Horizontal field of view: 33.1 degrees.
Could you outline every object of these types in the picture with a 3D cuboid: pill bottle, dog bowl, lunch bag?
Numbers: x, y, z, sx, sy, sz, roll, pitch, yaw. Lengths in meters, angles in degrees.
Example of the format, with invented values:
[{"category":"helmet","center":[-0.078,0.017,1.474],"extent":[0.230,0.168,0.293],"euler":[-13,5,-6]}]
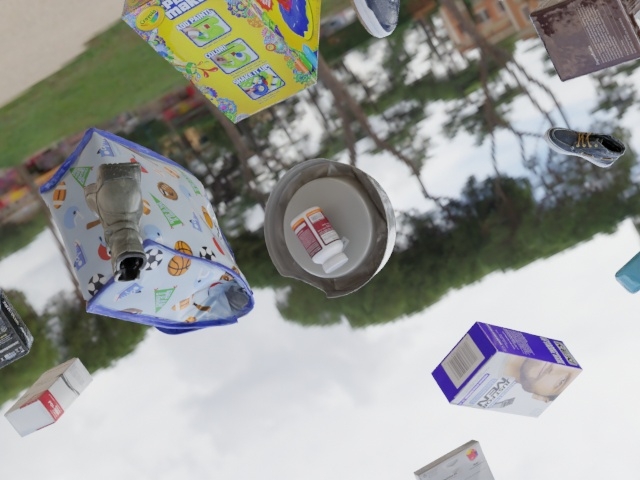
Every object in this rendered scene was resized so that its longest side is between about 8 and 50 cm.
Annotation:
[{"category":"pill bottle","center":[0.000,0.000,2.602],"extent":[0.086,0.152,0.086],"euler":[-31,169,-7]},{"category":"dog bowl","center":[0.032,-0.033,2.688],"extent":[0.349,0.348,0.102],"euler":[-24,173,28]},{"category":"lunch bag","center":[-0.322,0.001,2.134],"extent":[0.239,0.327,0.385],"euler":[-43,147,22]}]

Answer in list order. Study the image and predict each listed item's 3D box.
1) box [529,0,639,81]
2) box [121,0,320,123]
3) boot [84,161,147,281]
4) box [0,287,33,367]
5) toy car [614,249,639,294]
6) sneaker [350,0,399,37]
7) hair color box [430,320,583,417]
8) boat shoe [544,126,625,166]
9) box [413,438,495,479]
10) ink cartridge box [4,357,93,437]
[{"category":"box","center":[0.579,-0.456,2.215],"extent":[0.203,0.167,0.168],"euler":[-13,-156,46]},{"category":"box","center":[-0.149,-0.402,1.737],"extent":[0.177,0.279,0.290],"euler":[-22,-133,28]},{"category":"boot","center":[-0.303,-0.011,1.601],"extent":[0.083,0.161,0.246],"euler":[-4,169,-14]},{"category":"box","center":[-0.580,0.154,1.727],"extent":[0.180,0.147,0.077],"euler":[-30,-165,-2]},{"category":"toy car","center":[0.573,0.042,1.469],"extent":[0.210,0.219,0.238],"euler":[-35,167,-26]},{"category":"sneaker","center":[0.111,-0.431,1.479],"extent":[0.153,0.282,0.099],"euler":[-6,-177,28]},{"category":"hair color box","center":[0.449,0.314,2.569],"extent":[0.185,0.339,0.110],"euler":[-53,-134,24]},{"category":"boat shoe","center":[0.629,-0.236,2.553],"extent":[0.083,0.183,0.065],"euler":[127,-20,-68]},{"category":"box","center":[0.286,0.514,2.142],"extent":[0.145,0.186,0.038],"euler":[-26,-173,-16]},{"category":"ink cartridge box","center":[-0.487,0.282,1.935],"extent":[0.099,0.056,0.135],"euler":[-25,-164,32]}]
